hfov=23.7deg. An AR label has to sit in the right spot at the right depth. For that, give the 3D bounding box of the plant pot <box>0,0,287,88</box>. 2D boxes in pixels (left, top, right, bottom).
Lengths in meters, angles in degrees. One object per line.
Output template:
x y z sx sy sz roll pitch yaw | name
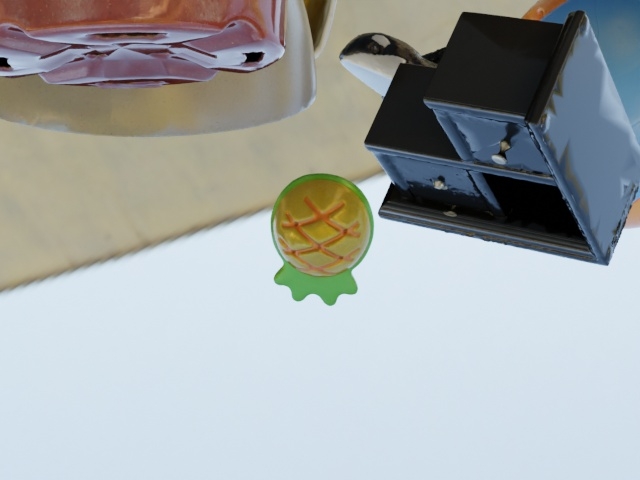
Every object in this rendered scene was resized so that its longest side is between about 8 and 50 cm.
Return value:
-0.127 -0.243 0.968 0.272 0.265 0.272 -2 176 0 | plant pot

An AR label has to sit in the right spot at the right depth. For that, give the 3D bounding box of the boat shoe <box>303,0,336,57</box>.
-0.001 -0.348 1.476 0.135 0.367 0.156 2 -161 -39 | boat shoe

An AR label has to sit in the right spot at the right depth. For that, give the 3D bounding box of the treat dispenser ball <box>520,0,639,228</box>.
0.333 -0.155 1.705 0.288 0.288 0.288 -21 -148 14 | treat dispenser ball

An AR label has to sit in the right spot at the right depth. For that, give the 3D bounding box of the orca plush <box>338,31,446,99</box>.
0.173 -0.211 1.996 0.287 0.151 0.102 26 -100 12 | orca plush

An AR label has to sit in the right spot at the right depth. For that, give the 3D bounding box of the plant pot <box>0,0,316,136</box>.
-0.141 -0.212 1.224 0.284 0.191 0.284 2 -160 -1 | plant pot

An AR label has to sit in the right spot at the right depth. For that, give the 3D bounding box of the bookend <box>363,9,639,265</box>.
0.088 -0.066 0.871 0.156 0.157 0.072 13 -112 30 | bookend

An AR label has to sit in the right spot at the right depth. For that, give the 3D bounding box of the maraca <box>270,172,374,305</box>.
0.000 0.000 1.864 0.127 0.186 0.099 9 -148 5 | maraca
